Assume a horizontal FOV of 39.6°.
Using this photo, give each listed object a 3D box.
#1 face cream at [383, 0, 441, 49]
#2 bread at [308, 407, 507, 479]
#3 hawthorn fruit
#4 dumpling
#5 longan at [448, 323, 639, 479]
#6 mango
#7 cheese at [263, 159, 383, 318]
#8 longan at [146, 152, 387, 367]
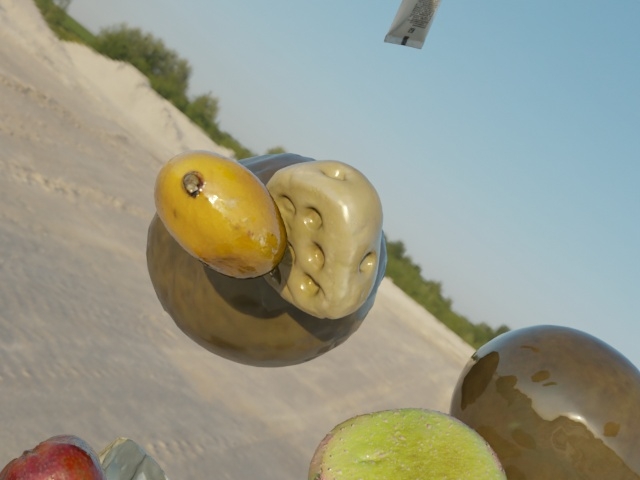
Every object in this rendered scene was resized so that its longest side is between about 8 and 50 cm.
[{"bbox_3d":[0.187,-0.438,1.490,0.092,0.243,0.058,0,35,-39],"label":"face cream"},{"bbox_3d":[0.097,0.266,0.977,0.228,0.228,0.033,40,-37,38],"label":"bread"},{"bbox_3d":[-0.351,0.375,1.227,0.203,0.163,0.162,62,0,-2],"label":"hawthorn fruit"},{"bbox_3d":[-0.396,0.529,1.756,0.260,0.181,0.341,61,-32,24],"label":"dumpling"},{"bbox_3d":[0.342,0.274,1.324,0.319,0.319,0.319,39,1,-1],"label":"longan"},{"bbox_3d":[-0.118,-0.026,1.093,0.176,0.119,0.317,36,-5,7],"label":"mango"},{"bbox_3d":[0.000,0.000,1.232,0.235,0.117,0.218,-23,-94,55],"label":"cheese"},{"bbox_3d":[-0.089,0.036,1.635,0.436,0.404,0.404,2,-27,45],"label":"longan"}]
